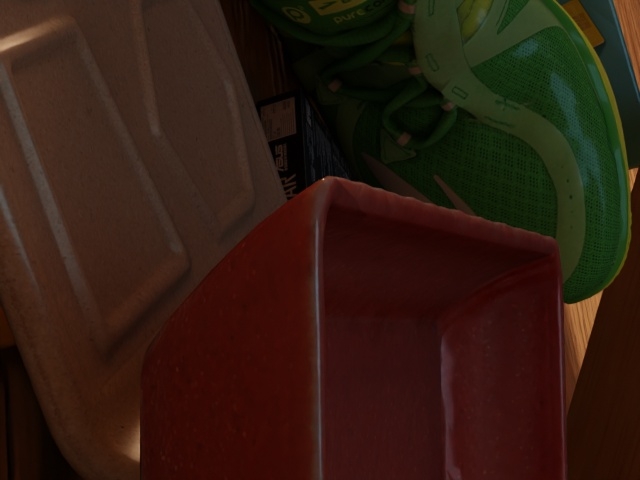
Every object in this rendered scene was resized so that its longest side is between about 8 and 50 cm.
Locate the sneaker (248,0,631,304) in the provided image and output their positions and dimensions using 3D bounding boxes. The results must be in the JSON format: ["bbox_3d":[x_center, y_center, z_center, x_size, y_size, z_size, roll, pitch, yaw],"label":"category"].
[{"bbox_3d":[0.013,-0.088,0.640,0.295,0.109,0.123,60,26,-20],"label":"sneaker"}]

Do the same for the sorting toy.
[{"bbox_3d":[-0.064,-0.057,0.451,0.208,0.038,0.193,67,16,-9],"label":"sorting toy"}]

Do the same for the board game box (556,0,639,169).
[{"bbox_3d":[0.107,-0.200,1.060,0.254,0.079,0.336,-26,100,-80],"label":"board game box"}]

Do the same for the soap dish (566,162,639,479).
[{"bbox_3d":[0.206,0.052,0.926,0.229,0.118,0.291,21,85,-70],"label":"soap dish"}]

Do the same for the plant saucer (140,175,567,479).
[{"bbox_3d":[0.017,0.123,0.429,0.258,0.047,0.259,9,81,-73],"label":"plant saucer"}]

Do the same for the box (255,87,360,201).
[{"bbox_3d":[0.000,0.000,0.633,0.067,0.018,0.083,56,23,-48],"label":"box"}]
